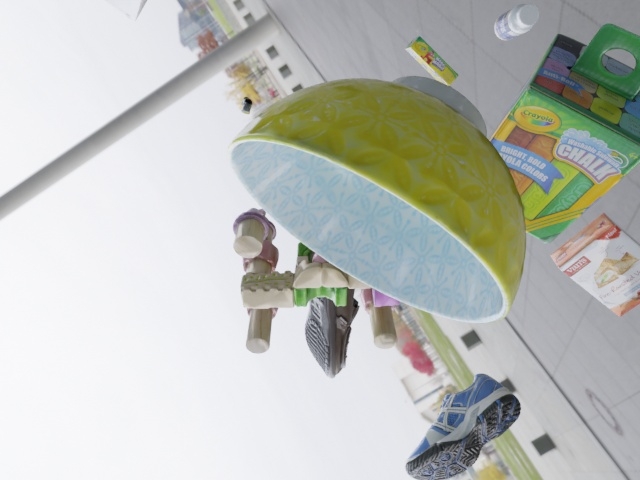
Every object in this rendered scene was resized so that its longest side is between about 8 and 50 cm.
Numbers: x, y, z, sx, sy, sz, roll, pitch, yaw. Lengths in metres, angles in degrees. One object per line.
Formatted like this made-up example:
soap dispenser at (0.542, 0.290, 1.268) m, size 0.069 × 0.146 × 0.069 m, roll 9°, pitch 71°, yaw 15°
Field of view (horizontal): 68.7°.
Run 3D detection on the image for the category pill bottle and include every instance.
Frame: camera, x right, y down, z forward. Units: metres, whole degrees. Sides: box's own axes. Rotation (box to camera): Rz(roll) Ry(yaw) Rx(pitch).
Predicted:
pill bottle at (0.487, -0.543, 1.161) m, size 0.067 × 0.067 × 0.120 m, roll 57°, pitch -178°, yaw -12°

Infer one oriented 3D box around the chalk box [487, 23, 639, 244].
chalk box at (0.370, -0.169, 0.705) m, size 0.180 × 0.179 × 0.289 m, roll 32°, pitch 146°, yaw 10°

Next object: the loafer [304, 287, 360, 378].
loafer at (0.045, 0.188, 1.144) m, size 0.134 × 0.130 × 0.366 m, roll 46°, pitch 144°, yaw 47°

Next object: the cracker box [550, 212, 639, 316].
cracker box at (0.701, 0.063, 1.125) m, size 0.232 × 0.156 × 0.067 m, roll 34°, pitch -152°, yaw -14°

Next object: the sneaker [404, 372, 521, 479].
sneaker at (0.217, 0.300, 0.745) m, size 0.080 × 0.211 × 0.081 m, roll 44°, pitch -172°, yaw -27°

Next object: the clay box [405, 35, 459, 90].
clay box at (0.402, -0.621, 1.653) m, size 0.222 × 0.053 × 0.127 m, roll 39°, pitch -164°, yaw -12°

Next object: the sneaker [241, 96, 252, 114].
sneaker at (-0.202, -0.383, 1.305) m, size 0.031 × 0.035 × 0.083 m, roll 15°, pitch -142°, yaw -23°

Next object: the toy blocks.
toy blocks at (0.000, 0.000, 0.817) m, size 0.260 × 0.288 × 0.309 m, roll -91°, pitch -1°, yaw -52°

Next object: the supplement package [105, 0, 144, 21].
supplement package at (-0.226, -0.427, 0.572) m, size 0.139 × 0.244 × 0.134 m, roll 28°, pitch 176°, yaw -27°

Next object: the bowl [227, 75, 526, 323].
bowl at (0.073, -0.061, 0.454) m, size 0.289 × 0.156 × 0.289 m, roll 30°, pitch 167°, yaw 8°
